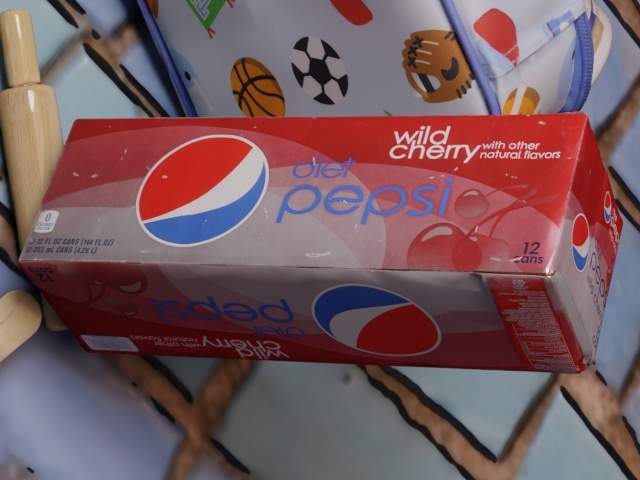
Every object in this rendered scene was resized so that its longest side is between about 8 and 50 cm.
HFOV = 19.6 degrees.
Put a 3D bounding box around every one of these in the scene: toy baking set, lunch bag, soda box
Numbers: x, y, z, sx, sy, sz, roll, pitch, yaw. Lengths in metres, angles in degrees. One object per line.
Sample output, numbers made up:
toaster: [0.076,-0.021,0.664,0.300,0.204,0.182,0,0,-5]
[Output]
toy baking set: [-0.201,-0.007,0.875,0.197,0.030,0.256,-13,91,-37]
lunch bag: [-0.011,-0.168,0.922,0.115,0.243,0.303,-34,109,-39]
soda box: [0.000,0.000,0.859,0.083,0.263,0.092,63,37,-48]

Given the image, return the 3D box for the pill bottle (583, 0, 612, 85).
pill bottle: [0.070,-0.150,1.060,0.187,0.112,0.112,43,59,-26]
